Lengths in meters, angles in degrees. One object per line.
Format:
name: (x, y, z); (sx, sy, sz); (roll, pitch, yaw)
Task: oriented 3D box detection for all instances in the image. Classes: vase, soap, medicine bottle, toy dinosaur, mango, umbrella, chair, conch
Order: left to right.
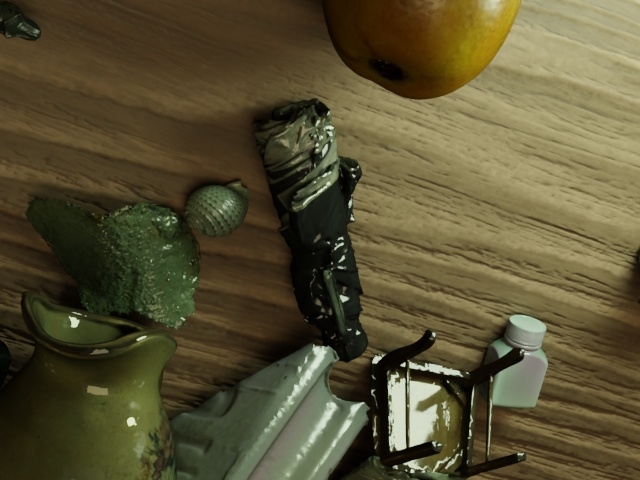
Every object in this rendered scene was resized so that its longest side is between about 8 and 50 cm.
toy dinosaur: (-0.392, -0.227, 1.504); (0.187, 0.179, 0.087); (-14, 117, -12)
vase: (-0.261, 0.202, 1.667); (0.241, 0.329, 0.302); (15, 102, 12)
conch: (-0.121, -0.034, 1.732); (0.085, 0.056, 0.076); (-24, 130, -3)
soap: (-0.121, 0.277, 1.845); (0.302, 0.258, 0.159); (-51, 120, -28)
umbrella: (0.006, -0.001, 1.752); (0.113, 0.106, 0.357); (-25, 119, -21)
chair: (0.131, 0.252, 1.886); (0.160, 0.319, 0.186); (11, 65, -21)
mango: (0.126, -0.344, 1.560); (0.221, 0.264, 0.378); (13, 93, 7)
medicine bottle: (0.264, 0.163, 1.920); (0.074, 0.055, 0.118); (6, 112, -17)

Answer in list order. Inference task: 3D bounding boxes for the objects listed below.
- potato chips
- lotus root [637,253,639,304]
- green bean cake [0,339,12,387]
potato chips: (-0.247, 0.017, 1.719); (0.228, 0.059, 0.167); (10, 120, -19)
lotus root: (0.551, -0.023, 1.859); (0.142, 0.210, 0.314); (33, 115, -13)
green bean cake: (-0.530, 0.221, 1.600); (0.300, 0.169, 0.307); (-8, 123, -61)
